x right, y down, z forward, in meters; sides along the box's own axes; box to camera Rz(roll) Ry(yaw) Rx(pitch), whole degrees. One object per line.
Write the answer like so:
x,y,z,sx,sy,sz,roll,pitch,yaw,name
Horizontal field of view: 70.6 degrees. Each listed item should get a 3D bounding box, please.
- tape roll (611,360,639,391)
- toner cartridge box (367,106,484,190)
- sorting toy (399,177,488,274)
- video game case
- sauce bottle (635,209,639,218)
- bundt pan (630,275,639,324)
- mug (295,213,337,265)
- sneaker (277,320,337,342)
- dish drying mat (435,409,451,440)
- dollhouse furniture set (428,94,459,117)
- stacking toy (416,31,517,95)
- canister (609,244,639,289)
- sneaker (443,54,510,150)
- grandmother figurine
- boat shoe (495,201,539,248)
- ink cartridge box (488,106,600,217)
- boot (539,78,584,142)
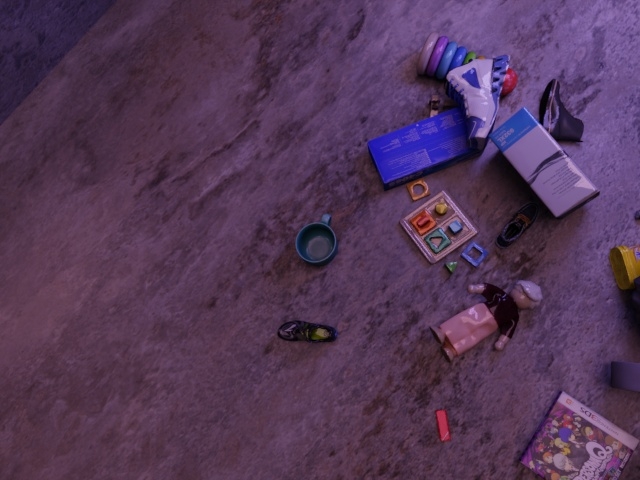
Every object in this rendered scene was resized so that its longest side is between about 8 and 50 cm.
0.878,0.364,1.165,0.218,0.219,0.073,8,77,10,tape roll
0.345,-0.305,1.496,0.347,0.075,0.165,-20,74,3,toner cartridge box
0.378,-0.051,1.439,0.195,0.047,0.348,-34,73,-1,sorting toy
0.694,0.568,1.221,0.210,0.042,0.232,33,83,23,video game case
1.017,-0.074,1.351,0.128,0.042,0.042,7,77,10,sauce bottle
0.994,0.147,1.210,0.330,0.124,0.331,0,103,1,bundt pan
0.002,0.009,1.454,0.157,0.097,0.130,-37,73,-3,mug
-0.042,0.281,1.399,0.187,0.078,0.067,2,76,10,sneaker
0.355,0.535,1.309,0.032,0.008,0.084,-8,75,7,dish drying mat
0.424,-0.435,1.522,0.114,0.091,0.081,4,91,6,dollhouse furniture set
0.499,-0.580,1.520,0.330,0.141,0.141,24,80,10,stacking toy
0.951,0.068,1.308,0.169,0.073,0.126,-9,75,5,canister
0.469,-0.443,1.422,0.182,0.127,0.316,13,77,18,sneaker
0.496,0.216,1.331,0.342,0.104,0.208,-27,101,-2,grandmother figurine
0.614,-0.053,1.384,0.065,0.083,0.183,40,84,16,boat shoe
0.662,-0.221,1.337,0.129,0.223,0.308,-41,71,26,ink cartridge box
0.789,-0.414,1.466,0.136,0.077,0.198,10,90,6,boot
